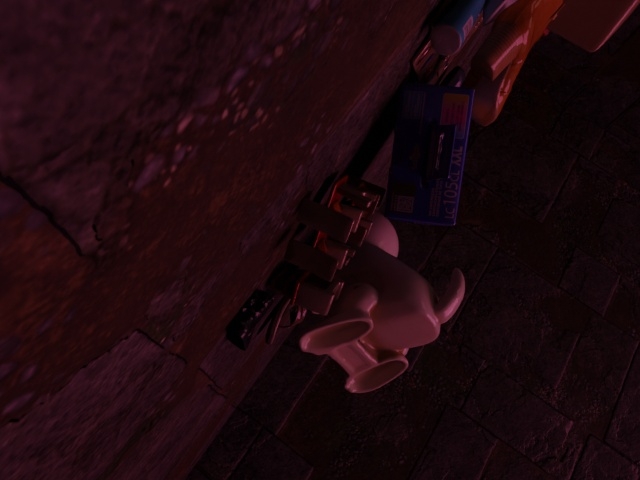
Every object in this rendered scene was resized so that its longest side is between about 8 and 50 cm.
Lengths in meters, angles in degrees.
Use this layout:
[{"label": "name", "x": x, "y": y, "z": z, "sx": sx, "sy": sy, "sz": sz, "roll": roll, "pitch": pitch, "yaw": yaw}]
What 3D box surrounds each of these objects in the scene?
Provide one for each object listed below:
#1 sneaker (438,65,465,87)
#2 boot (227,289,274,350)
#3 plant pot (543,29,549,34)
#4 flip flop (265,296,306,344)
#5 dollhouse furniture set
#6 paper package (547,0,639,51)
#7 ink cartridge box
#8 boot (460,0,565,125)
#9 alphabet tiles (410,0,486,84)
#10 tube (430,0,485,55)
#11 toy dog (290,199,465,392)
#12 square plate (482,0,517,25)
[{"label": "sneaker", "x": 0.407, "y": -0.412, "z": 1.547, "sx": 0.319, "sy": 0.131, "sz": 0.112, "roll": -62, "pitch": -177, "yaw": 47}, {"label": "boot", "x": -0.132, "y": 0.151, "z": 0.897, "sx": 0.099, "sy": 0.045, "sz": 0.121, "roll": -55, "pitch": 173, "yaw": -27}, {"label": "plant pot", "x": 0.603, "y": -0.703, "z": 1.342, "sx": 0.174, "sy": 0.191, "sz": 0.191, "roll": -65, "pitch": 170, "yaw": 27}, {"label": "flip flop", "x": -0.070, "y": 0.191, "z": 1.368, "sx": 0.277, "sy": 0.080, "sz": 0.112, "roll": -50, "pitch": 172, "yaw": -41}, {"label": "dollhouse furniture set", "x": 0.000, "y": 0.000, "z": 0.897, "sx": 0.262, "sy": 0.135, "sz": 0.259, "roll": -42, "pitch": 154, "yaw": -65}, {"label": "paper package", "x": 0.592, "y": -0.637, "z": 1.030, "sx": 0.168, "sy": 0.309, "sz": 0.325, "roll": -38, "pitch": 161, "yaw": -46}, {"label": "ink cartridge box", "x": 0.228, "y": -0.171, "z": 1.028, "sx": 0.395, "sy": 0.151, "sz": 0.270, "roll": -14, "pitch": 112, "yaw": -78}, {"label": "boot", "x": 0.382, "y": -0.366, "z": 0.940, "sx": 0.211, "sy": 0.104, "sz": 0.295, "roll": -48, "pitch": 164, "yaw": 0}, {"label": "alphabet tiles", "x": 0.278, "y": -0.436, "z": 0.918, "sx": 0.285, "sy": 0.011, "sz": 0.342, "roll": -52, "pitch": 170, "yaw": 13}, {"label": "tube", "x": 0.250, "y": -0.390, "z": 0.795, "sx": 0.207, "sy": 0.052, "sz": 0.080, "roll": -54, "pitch": 180, "yaw": -28}, {"label": "toy dog", "x": 0.108, "y": 0.080, "z": 1.143, "sx": 0.395, "sy": 0.284, "sz": 0.408, "roll": -36, "pitch": -143, "yaw": 20}, {"label": "square plate", "x": 0.435, "y": -0.562, "z": 0.836, "sx": 0.344, "sy": 0.049, "sz": 0.347, "roll": -50, "pitch": 177, "yaw": 42}]
